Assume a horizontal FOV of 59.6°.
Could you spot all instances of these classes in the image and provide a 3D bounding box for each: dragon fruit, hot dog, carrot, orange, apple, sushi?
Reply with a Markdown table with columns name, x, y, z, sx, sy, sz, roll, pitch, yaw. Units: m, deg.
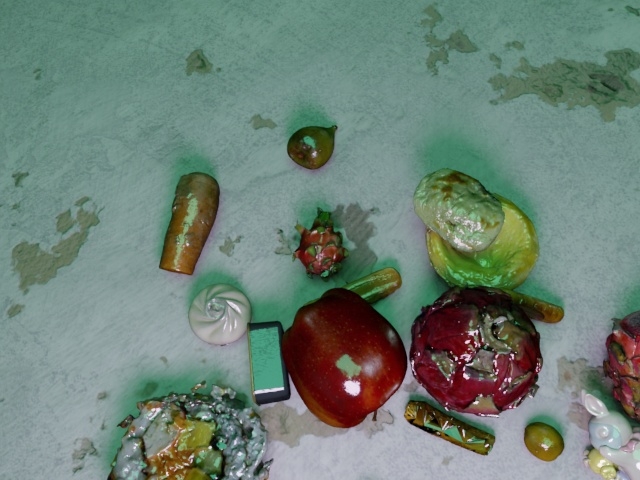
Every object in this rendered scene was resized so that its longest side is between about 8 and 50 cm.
| name | x | y | z | sx | sy | sz | roll | pitch | yaw |
| --- | --- | --- | --- | --- | --- | --- | --- | --- | --- |
| dragon fruit | 0.364 | 0.261 | 1.327 | 0.328 | 0.329 | 0.330 | -2 | 68 | 4 |
| dragon fruit | 0.811 | 0.312 | 1.301 | 0.268 | 0.250 | 0.291 | -18 | 100 | 13 |
| dragon fruit | -0.004 | 0.000 | 1.553 | 0.135 | 0.137 | 0.236 | -19 | 63 | 29 |
| hot dog | 0.537 | 0.177 | 1.438 | 0.215 | 0.066 | 0.047 | 20 | 43 | -21 |
| carrot | 0.318 | 0.462 | 1.378 | 0.228 | 0.069 | 0.069 | 22 | 71 | 12 |
| hot dog | 0.086 | 0.152 | 1.523 | 0.285 | 0.061 | 0.088 | -19 | 65 | -1 |
| orange | 0.535 | 0.481 | 1.342 | 0.085 | 0.085 | 0.095 | -41 | 63 | -12 |
| apple | 0.063 | 0.283 | 1.353 | 0.288 | 0.288 | 0.317 | -36 | 68 | -10 |
| sushi | -0.304 | 0.542 | 1.341 | 0.417 | 0.176 | 0.418 | -5 | 62 | 9 |
| carrot | -0.371 | -0.051 | 1.612 | 0.138 | 0.139 | 0.302 | 7 | 75 | 7 |

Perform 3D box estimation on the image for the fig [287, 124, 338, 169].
| name | x | y | z | sx | sy | sz | roll | pitch | yaw |
| --- | --- | --- | --- | --- | --- | --- | --- | --- | --- |
| fig | -0.015 | -0.308 | 1.687 | 0.132 | 0.127 | 0.185 | 21 | 74 | 27 |

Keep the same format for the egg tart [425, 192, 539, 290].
| name | x | y | z | sx | sy | sz | roll | pitch | yaw |
| --- | --- | --- | --- | --- | --- | --- | --- | --- | --- |
| egg tart | 0.433 | 0.014 | 1.521 | 0.314 | 0.120 | 0.315 | -1 | 67 | 3 |

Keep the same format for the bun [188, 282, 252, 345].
| name | x | y | z | sx | sy | sz | roll | pitch | yaw |
| --- | --- | --- | --- | --- | --- | --- | --- | --- | --- |
| bun | -0.273 | 0.194 | 1.506 | 0.172 | 0.120 | 0.173 | -1 | 67 | 2 |

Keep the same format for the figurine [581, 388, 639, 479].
| name | x | y | z | sx | sy | sz | roll | pitch | yaw |
| --- | --- | --- | --- | --- | --- | --- | --- | --- | --- |
| figurine | 0.684 | 0.473 | 1.309 | 0.235 | 0.127 | 0.155 | 38 | 111 | 14 |

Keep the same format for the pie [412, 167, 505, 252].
| name | x | y | z | sx | sy | sz | roll | pitch | yaw |
| --- | --- | --- | --- | --- | --- | --- | --- | --- | --- |
| pie | 0.367 | -0.094 | 1.460 | 0.248 | 0.090 | 0.201 | 39 | 71 | 15 |

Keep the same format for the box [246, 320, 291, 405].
| name | x | y | z | sx | sy | sz | roll | pitch | yaw |
| --- | --- | --- | --- | --- | --- | --- | --- | --- | --- |
| box | -0.131 | 0.313 | 1.434 | 0.090 | 0.144 | 0.201 | -7 | 66 | -2 |
